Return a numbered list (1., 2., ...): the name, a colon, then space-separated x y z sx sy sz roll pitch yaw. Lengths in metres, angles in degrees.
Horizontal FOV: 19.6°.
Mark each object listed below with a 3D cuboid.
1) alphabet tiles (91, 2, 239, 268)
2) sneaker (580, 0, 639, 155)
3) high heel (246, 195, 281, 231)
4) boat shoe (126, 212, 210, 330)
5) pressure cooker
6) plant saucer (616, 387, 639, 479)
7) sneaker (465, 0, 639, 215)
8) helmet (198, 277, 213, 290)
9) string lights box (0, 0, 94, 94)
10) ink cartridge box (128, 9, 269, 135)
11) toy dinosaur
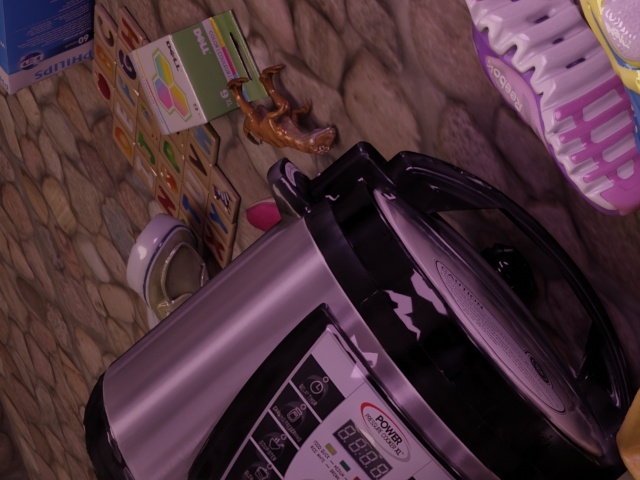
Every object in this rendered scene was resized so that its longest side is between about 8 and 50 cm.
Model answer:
1. alphabet tiles: -0.204 -0.132 2.380 0.342 0.011 0.285 54 156 22
2. sneaker: 0.239 -0.116 1.328 0.240 0.091 0.126 59 158 8
3. high heel: 0.000 0.000 1.991 0.244 0.082 0.117 -9 97 53
4. boat shoe: -0.179 0.063 2.428 0.094 0.109 0.302 30 160 18
5. pressure cooker: 0.048 0.138 1.620 0.370 0.420 0.375 40 -166 -49
6. plant saucer: 0.382 0.187 1.363 0.333 0.081 0.333 53 156 25
7. sneaker: 0.188 -0.116 1.451 0.236 0.095 0.104 60 165 19
8. helmet: -0.086 0.110 2.188 0.169 0.161 0.169 48 153 34
9. string lights box: -0.364 -0.315 2.365 0.077 0.133 0.260 51 154 26
10. ink cartridge box: -0.143 -0.189 2.116 0.209 0.062 0.109 -5 109 66
11. toy dinosaur: -0.061 -0.130 2.003 0.211 0.064 0.112 20 133 60
